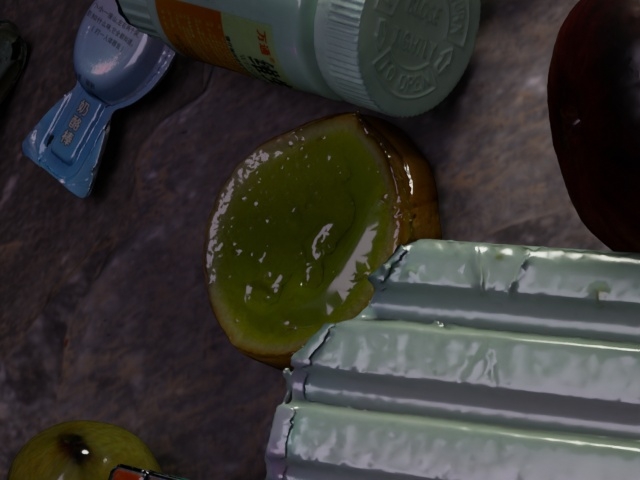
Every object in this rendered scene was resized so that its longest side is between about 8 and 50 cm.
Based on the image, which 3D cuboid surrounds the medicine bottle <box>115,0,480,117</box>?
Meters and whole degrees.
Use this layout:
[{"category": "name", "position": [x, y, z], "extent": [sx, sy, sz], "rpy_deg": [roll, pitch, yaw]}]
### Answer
[{"category": "medicine bottle", "position": [-0.029, -0.215, 1.727], "extent": [0.318, 0.158, 0.158], "rpy_deg": [21, 89, 40]}]

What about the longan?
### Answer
[{"category": "longan", "position": [-0.205, 0.240, 1.739], "extent": [0.154, 0.145, 0.176], "rpy_deg": [-98, 12, -48]}]

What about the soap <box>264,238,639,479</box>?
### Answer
[{"category": "soap", "position": [0.191, 0.144, 1.411], "extent": [0.446, 0.156, 0.261], "rpy_deg": [4, 75, 27]}]

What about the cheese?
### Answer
[{"category": "cheese", "position": [-0.202, -0.167, 1.911], "extent": [0.135, 0.052, 0.244], "rpy_deg": [36, 99, 41]}]

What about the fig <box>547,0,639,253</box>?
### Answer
[{"category": "fig", "position": [0.271, -0.096, 1.440], "extent": [0.214, 0.235, 0.235], "rpy_deg": [15, 84, 2]}]

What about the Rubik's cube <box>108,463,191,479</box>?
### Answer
[{"category": "Rubik's cube", "position": [-0.088, 0.281, 1.625], "extent": [0.155, 0.151, 0.154], "rpy_deg": [9, 83, 39]}]

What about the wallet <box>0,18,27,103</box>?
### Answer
[{"category": "wallet", "position": [-0.470, -0.155, 2.063], "extent": [0.309, 0.077, 0.223], "rpy_deg": [11, 62, 39]}]

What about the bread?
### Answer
[{"category": "bread", "position": [0.000, 0.000, 1.698], "extent": [0.236, 0.070, 0.236], "rpy_deg": [-13, 68, 35]}]
